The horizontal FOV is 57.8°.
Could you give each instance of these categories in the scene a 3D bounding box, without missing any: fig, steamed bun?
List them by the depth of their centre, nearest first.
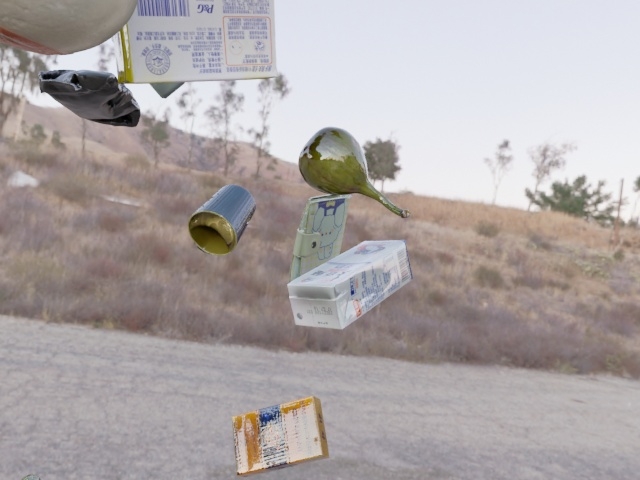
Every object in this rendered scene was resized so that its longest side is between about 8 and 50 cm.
[{"bbox_3d":[-0.381,-0.338,0.734,0.282,0.177,0.283,25,11,-5],"label":"steamed bun"},{"bbox_3d":[0.070,-0.116,1.082,0.236,0.124,0.124,34,-3,3],"label":"fig"}]

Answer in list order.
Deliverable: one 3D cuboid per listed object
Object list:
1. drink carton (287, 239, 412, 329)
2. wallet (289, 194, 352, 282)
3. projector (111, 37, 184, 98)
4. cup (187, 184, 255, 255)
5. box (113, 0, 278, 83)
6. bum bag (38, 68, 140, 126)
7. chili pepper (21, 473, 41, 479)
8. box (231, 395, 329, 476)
[{"bbox_3d":[0.076,0.094,1.306,0.130,0.107,0.315,-3,15,38],"label":"drink carton"},{"bbox_3d":[0.000,0.000,1.950,0.077,0.310,0.223,24,22,39],"label":"wallet"},{"bbox_3d":[-0.436,-0.485,1.441,0.192,0.099,0.257,53,-1,-42],"label":"projector"},{"bbox_3d":[-0.253,-0.047,1.479,0.131,0.155,0.176,38,-50,-8],"label":"cup"},{"bbox_3d":[-0.210,-0.351,0.979,0.265,0.169,0.097,-13,21,-29],"label":"box"},{"bbox_3d":[-0.452,-0.289,1.161,0.142,0.080,0.326,-1,-2,-5],"label":"bum bag"},{"bbox_3d":[-0.778,0.663,1.554,0.073,0.072,0.204,4,-29,-20],"label":"chili pepper"},{"bbox_3d":[-0.106,0.504,1.492,0.237,0.152,0.070,-19,-29,14],"label":"box"}]
